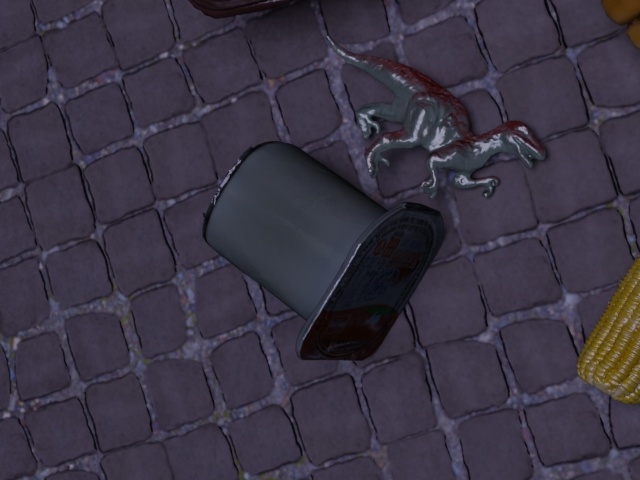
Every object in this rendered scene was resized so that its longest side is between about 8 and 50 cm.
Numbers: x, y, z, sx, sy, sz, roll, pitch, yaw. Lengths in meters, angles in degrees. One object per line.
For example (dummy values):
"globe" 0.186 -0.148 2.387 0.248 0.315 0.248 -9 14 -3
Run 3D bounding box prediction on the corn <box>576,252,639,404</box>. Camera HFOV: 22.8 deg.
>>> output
"corn" 0.323 0.081 1.588 0.085 0.063 0.165 31 99 43

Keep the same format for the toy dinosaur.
"toy dinosaur" 0.106 -0.142 1.679 0.167 0.053 0.242 -34 77 11

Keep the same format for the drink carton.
"drink carton" 0.000 0.000 1.666 0.189 0.185 0.191 38 104 29

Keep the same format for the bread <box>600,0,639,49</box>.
"bread" 0.301 -0.346 1.568 0.173 0.121 0.311 -37 76 18

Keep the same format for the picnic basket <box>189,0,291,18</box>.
"picnic basket" -0.010 -0.357 1.686 0.297 0.129 0.222 -14 83 20
